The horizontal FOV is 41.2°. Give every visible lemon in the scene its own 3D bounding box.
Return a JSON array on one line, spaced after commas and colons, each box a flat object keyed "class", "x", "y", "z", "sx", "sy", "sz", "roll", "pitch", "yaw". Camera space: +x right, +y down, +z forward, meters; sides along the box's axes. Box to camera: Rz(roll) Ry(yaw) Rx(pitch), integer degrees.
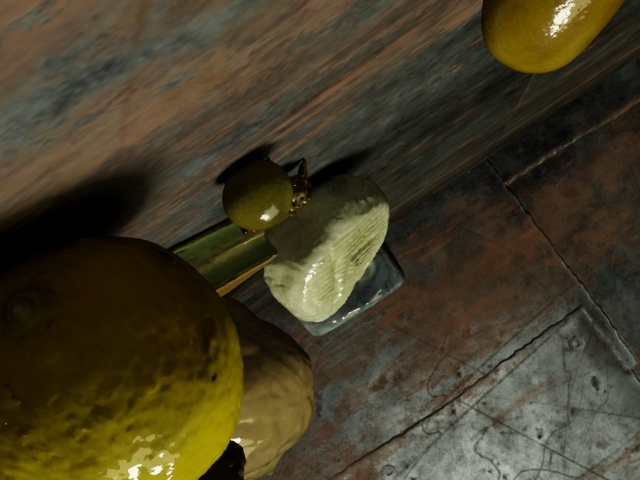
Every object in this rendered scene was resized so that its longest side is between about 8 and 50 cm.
[{"class": "lemon", "x": -0.180, "y": 0.112, "z": 0.680, "sx": 0.228, "sy": 0.228, "sz": 0.253, "roll": -30, "pitch": 177, "yaw": -30}]

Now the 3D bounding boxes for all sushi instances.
[{"class": "sushi", "x": -0.052, "y": -0.043, "z": 0.939, "sx": 0.120, "sy": 0.052, "sz": 0.055, "roll": -30, "pitch": 173, "yaw": -31}]

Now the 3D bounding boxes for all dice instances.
[{"class": "dice", "x": 0.022, "y": 0.040, "z": 1.400, "sx": 0.182, "sy": 0.181, "sz": 0.183, "roll": -35, "pitch": 176, "yaw": 6}]

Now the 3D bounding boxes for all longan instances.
[{"class": "longan", "x": -0.059, "y": -0.050, "z": 0.828, "sx": 0.075, "sy": 0.075, "sz": 0.083, "roll": -42, "pitch": -149, "yaw": 57}]

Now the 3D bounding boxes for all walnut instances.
[{"class": "walnut", "x": -0.201, "y": 0.276, "z": 1.486, "sx": 0.383, "sy": 0.383, "sz": 0.383, "roll": -33, "pitch": 174, "yaw": -4}]

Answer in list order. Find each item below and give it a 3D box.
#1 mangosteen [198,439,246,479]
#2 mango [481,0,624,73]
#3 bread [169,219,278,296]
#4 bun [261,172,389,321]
[{"class": "mangosteen", "x": -0.249, "y": 0.350, "z": 0.844, "sx": 0.421, "sy": 0.381, "sz": 0.381, "roll": -48, "pitch": 177, "yaw": -9}, {"class": "mango", "x": 0.208, "y": -0.225, "z": 0.656, "sx": 0.136, "sy": 0.099, "sz": 0.227, "roll": -21, "pitch": 159, "yaw": -46}, {"class": "bread", "x": -0.131, "y": 0.032, "z": 1.027, "sx": 0.139, "sy": 0.074, "sz": 0.084, "roll": -32, "pitch": 174, "yaw": -33}, {"class": "bun", "x": 0.000, "y": 0.000, "z": 1.179, "sx": 0.220, "sy": 0.134, "sz": 0.220, "roll": -48, "pitch": 158, "yaw": -27}]
